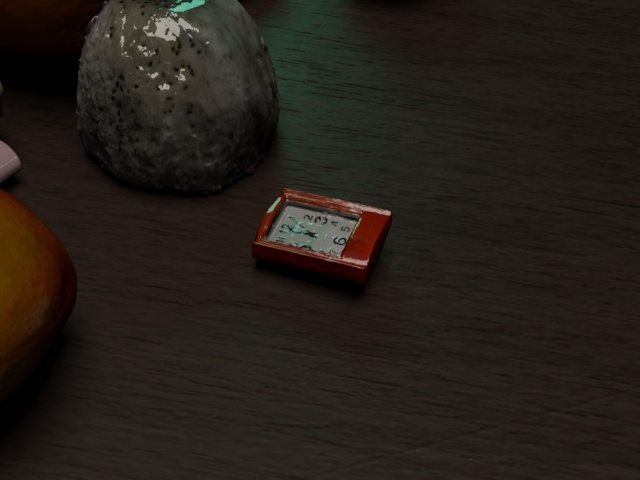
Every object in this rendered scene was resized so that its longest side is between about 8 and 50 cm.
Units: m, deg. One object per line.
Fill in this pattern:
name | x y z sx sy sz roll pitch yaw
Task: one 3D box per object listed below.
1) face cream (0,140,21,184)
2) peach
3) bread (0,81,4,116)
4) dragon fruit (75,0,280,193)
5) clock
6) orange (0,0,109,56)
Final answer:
face cream | -0.480 -0.066 1.557 0.084 0.057 0.198 29 50 24
peach | -0.417 0.052 1.296 0.308 0.289 0.289 -37 58 -26
bread | -0.550 -0.142 1.577 0.152 0.130 0.267 -9 25 50
dragon fruit | -0.167 -0.215 1.625 0.204 0.221 0.283 29 47 30
clock | 0.000 0.000 1.533 0.155 0.061 0.113 15 46 14
orange | -0.366 -0.456 1.728 0.326 0.424 0.424 19 28 -46
